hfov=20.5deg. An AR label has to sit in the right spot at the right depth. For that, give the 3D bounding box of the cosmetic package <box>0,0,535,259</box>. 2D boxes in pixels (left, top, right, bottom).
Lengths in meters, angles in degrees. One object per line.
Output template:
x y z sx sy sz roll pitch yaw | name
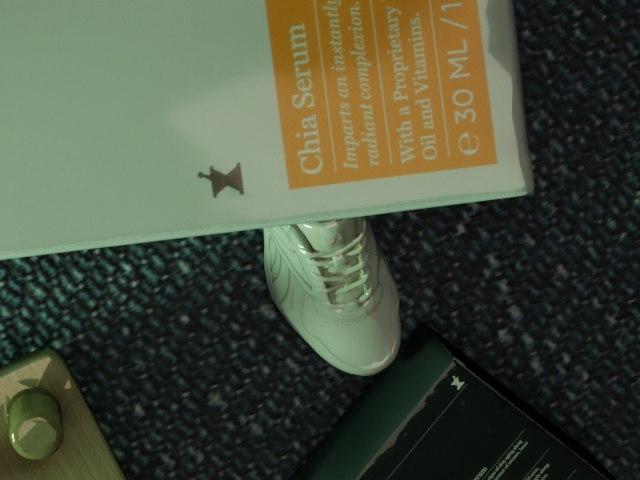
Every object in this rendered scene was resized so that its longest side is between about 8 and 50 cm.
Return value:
-0.105 -0.113 1.106 0.453 0.161 0.230 -8 92 5 | cosmetic package

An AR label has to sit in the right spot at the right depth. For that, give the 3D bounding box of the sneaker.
0.000 0.000 1.243 0.090 0.115 0.232 -24 106 -4 | sneaker

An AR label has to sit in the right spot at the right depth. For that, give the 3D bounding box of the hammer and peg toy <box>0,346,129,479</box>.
-0.228 0.285 1.261 0.266 0.127 0.361 -25 106 -4 | hammer and peg toy

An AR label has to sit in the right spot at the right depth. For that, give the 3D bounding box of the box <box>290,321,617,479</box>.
0.071 0.223 1.317 0.184 0.103 0.261 38 94 -19 | box
